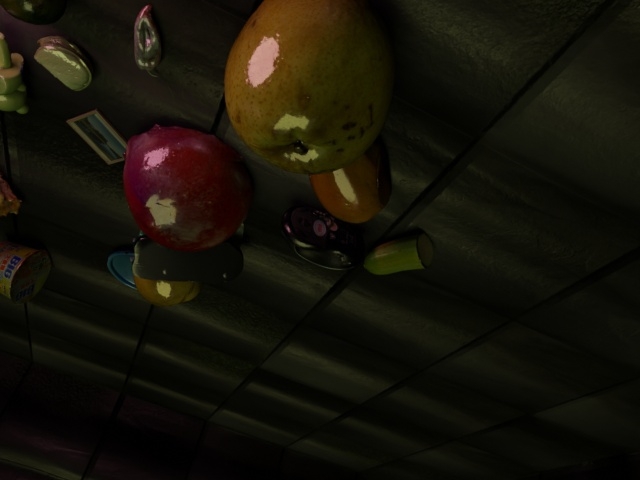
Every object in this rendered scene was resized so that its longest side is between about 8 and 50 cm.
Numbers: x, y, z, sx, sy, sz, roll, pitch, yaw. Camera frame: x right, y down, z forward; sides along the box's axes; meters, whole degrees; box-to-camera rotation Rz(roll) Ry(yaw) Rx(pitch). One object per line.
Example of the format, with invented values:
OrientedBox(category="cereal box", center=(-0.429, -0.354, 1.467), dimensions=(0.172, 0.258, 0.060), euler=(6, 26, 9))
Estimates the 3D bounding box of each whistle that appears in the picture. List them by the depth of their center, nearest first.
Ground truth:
OrientedBox(category="whistle", center=(-0.697, -0.365, 1.116), dimensions=(0.105, 0.085, 0.227), euler=(23, 143, -11))

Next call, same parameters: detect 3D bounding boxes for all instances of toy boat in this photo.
OrientedBox(category="toy boat", center=(-0.366, 0.041, 1.419), dimensions=(0.299, 0.092, 0.134), euler=(6, 107, -24))

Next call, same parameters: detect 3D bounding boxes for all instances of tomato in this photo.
OrientedBox(category="tomato", center=(-0.317, -0.104, 1.207), dimensions=(0.290, 0.176, 0.334), euler=(-9, 128, 6))

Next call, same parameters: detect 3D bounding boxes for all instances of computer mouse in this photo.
OrientedBox(category="computer mouse", center=(0.000, 0.000, 1.305), dimensions=(0.233, 0.137, 0.096), euler=(24, 138, -14))

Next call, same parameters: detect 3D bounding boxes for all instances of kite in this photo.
OrientedBox(category="kite", center=(-0.283, 0.025, 1.499), dimensions=(0.141, 0.015, 0.245), euler=(-10, 147, -6))

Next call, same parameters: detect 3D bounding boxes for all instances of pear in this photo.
OrientedBox(category="pear", center=(-0.022, -0.259, 0.864), dimensions=(0.304, 0.303, 0.303), euler=(9, 142, 7))
OrientedBox(category="pear", center=(-0.456, 0.094, 1.530), dimensions=(0.209, 0.208, 0.208), euler=(9, 142, 7))

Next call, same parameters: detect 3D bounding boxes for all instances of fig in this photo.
OrientedBox(category="fig", center=(-0.546, -0.456, 0.944), dimensions=(0.178, 0.117, 0.117), euler=(11, 146, 33))

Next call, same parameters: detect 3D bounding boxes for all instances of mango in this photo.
OrientedBox(category="mango", center=(0.054, -0.140, 1.114), dimensions=(0.167, 0.136, 0.236), euler=(3, 136, 20))

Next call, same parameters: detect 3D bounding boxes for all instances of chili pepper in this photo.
OrientedBox(category="chili pepper", center=(-0.341, -0.387, 1.008), dimensions=(0.050, 0.041, 0.153), euler=(-18, 154, -28))

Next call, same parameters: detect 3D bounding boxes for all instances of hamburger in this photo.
OrientedBox(category="hamburger", center=(-0.530, -0.376, 1.078), dimensions=(0.084, 0.054, 0.121), euler=(-11, 139, 24))

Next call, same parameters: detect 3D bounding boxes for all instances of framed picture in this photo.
OrientedBox(category="framed picture", center=(-0.538, -0.254, 1.266), dimensions=(0.109, 0.011, 0.149), euler=(-9, 136, 28))

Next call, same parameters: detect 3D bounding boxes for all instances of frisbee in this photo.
OrientedBox(category="frisbee", center=(-0.588, 0.102, 1.705), dimensions=(0.242, 0.045, 0.242), euler=(10, 142, 8))

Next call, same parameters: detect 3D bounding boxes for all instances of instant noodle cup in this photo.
OrientedBox(category="instant noodle cup", center=(-1.050, 0.095, 1.746), dimensions=(0.153, 0.205, 0.205), euler=(24, 143, 5))

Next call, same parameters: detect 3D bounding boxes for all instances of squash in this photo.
OrientedBox(category="squash", center=(0.195, 0.041, 1.339), dimensions=(0.188, 0.095, 0.095), euler=(-13, 135, 38))

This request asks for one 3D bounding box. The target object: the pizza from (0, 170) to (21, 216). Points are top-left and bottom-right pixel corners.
OrientedBox(category="pizza", center=(-1.025, -0.194, 1.410), dimensions=(0.440, 0.130, 0.406), euler=(-23, 127, 39))

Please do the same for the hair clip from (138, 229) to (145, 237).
OrientedBox(category="hair clip", center=(-0.524, -0.033, 1.513), dimensions=(0.049, 0.049, 0.173), euler=(22, 141, -9))
